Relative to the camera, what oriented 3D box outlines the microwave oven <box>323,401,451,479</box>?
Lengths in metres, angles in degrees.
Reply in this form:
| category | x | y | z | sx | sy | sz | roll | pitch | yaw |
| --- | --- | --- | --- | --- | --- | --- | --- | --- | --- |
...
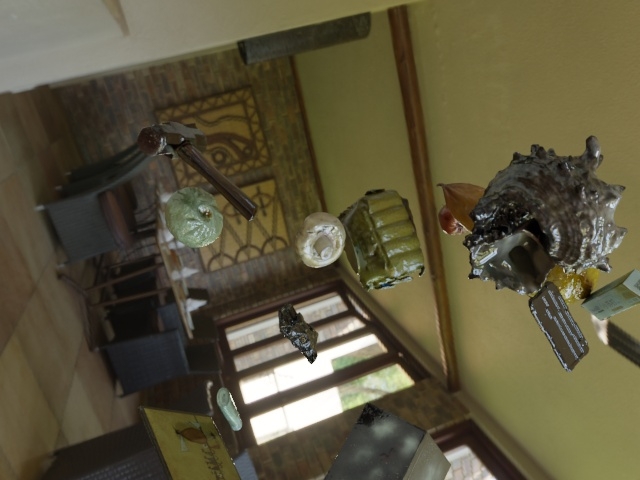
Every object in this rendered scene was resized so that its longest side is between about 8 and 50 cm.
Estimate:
| category | x | y | z | sx | sy | sz | roll | pitch | yaw |
| --- | --- | --- | --- | --- | --- | --- | --- | --- | --- |
| microwave oven | 0.195 | 0.817 | 1.686 | 0.236 | 0.432 | 0.374 | 15 | -30 | 41 |

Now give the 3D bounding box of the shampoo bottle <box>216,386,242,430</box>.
| category | x | y | z | sx | sy | sz | roll | pitch | yaw |
| --- | --- | --- | --- | --- | --- | --- | --- | --- | --- |
| shampoo bottle | -0.279 | 0.531 | 1.622 | 0.191 | 0.041 | 0.069 | 81 | -7 | -46 |

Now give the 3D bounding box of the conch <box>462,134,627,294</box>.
| category | x | y | z | sx | sy | sz | roll | pitch | yaw |
| --- | --- | --- | --- | --- | --- | --- | --- | --- | --- |
| conch | 0.373 | -0.024 | 0.876 | 0.241 | 0.186 | 0.313 | 51 | -49 | 17 |

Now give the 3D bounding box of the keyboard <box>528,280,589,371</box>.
| category | x | y | z | sx | sy | sz | roll | pitch | yaw |
| --- | --- | --- | --- | --- | --- | --- | --- | --- | --- |
| keyboard | 0.631 | 0.228 | 1.381 | 0.262 | 0.106 | 0.016 | 54 | -14 | -19 |

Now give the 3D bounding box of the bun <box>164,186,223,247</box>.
| category | x | y | z | sx | sy | sz | roll | pitch | yaw |
| --- | --- | --- | --- | --- | --- | --- | --- | --- | --- |
| bun | -0.389 | -0.079 | 1.644 | 0.118 | 0.195 | 0.196 | -27 | -101 | 47 |

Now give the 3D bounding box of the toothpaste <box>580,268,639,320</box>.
| category | x | y | z | sx | sy | sz | roll | pitch | yaw |
| --- | --- | --- | --- | --- | --- | --- | --- | --- | --- |
| toothpaste | 0.911 | 0.173 | 1.611 | 0.089 | 0.071 | 0.313 | 40 | -11 | 16 |

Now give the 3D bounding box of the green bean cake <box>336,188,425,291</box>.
| category | x | y | z | sx | sy | sz | roll | pitch | yaw |
| --- | --- | --- | --- | --- | --- | --- | --- | --- | --- |
| green bean cake | 0.160 | 0.017 | 1.685 | 0.285 | 0.201 | 0.310 | -42 | -117 | 60 |

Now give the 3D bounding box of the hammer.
| category | x | y | z | sx | sy | sz | roll | pitch | yaw |
| --- | --- | --- | --- | --- | --- | --- | --- | --- | --- |
| hammer | -0.327 | -0.208 | 1.555 | 0.408 | 0.095 | 0.242 | 40 | 21 | 11 |

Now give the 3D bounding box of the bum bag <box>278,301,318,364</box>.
| category | x | y | z | sx | sy | sz | roll | pitch | yaw |
| --- | --- | --- | --- | --- | --- | --- | --- | --- | --- |
| bum bag | -0.067 | 0.296 | 1.686 | 0.102 | 0.069 | 0.248 | -88 | 155 | -46 |

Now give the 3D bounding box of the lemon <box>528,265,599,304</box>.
| category | x | y | z | sx | sy | sz | roll | pitch | yaw |
| --- | --- | --- | --- | --- | --- | --- | --- | --- | --- |
| lemon | 0.810 | 0.084 | 1.826 | 0.297 | 0.296 | 0.297 | 163 | -90 | -78 |

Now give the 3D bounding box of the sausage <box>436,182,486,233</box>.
| category | x | y | z | sx | sy | sz | roll | pitch | yaw |
| --- | --- | --- | --- | --- | --- | --- | --- | --- | --- |
| sausage | 0.423 | -0.045 | 1.279 | 0.328 | 0.112 | 0.112 | 39 | -17 | 4 |

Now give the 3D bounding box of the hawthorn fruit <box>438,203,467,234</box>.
| category | x | y | z | sx | sy | sz | roll | pitch | yaw |
| --- | --- | --- | --- | --- | --- | --- | --- | --- | --- |
| hawthorn fruit | 0.477 | -0.079 | 1.855 | 0.140 | 0.125 | 0.125 | 174 | -101 | -71 |

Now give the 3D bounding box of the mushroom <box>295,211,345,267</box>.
| category | x | y | z | sx | sy | sz | roll | pitch | yaw |
| --- | --- | --- | --- | --- | --- | --- | --- | --- | --- |
| mushroom | 0.000 | 0.000 | 1.426 | 0.122 | 0.154 | 0.154 | -125 | -158 | -53 |

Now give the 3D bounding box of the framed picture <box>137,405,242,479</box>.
| category | x | y | z | sx | sy | sz | roll | pitch | yaw |
| --- | --- | --- | --- | --- | --- | --- | --- | --- | --- |
| framed picture | -0.334 | 0.565 | 1.399 | 0.255 | 0.014 | 0.339 | 53 | 4 | 31 |
